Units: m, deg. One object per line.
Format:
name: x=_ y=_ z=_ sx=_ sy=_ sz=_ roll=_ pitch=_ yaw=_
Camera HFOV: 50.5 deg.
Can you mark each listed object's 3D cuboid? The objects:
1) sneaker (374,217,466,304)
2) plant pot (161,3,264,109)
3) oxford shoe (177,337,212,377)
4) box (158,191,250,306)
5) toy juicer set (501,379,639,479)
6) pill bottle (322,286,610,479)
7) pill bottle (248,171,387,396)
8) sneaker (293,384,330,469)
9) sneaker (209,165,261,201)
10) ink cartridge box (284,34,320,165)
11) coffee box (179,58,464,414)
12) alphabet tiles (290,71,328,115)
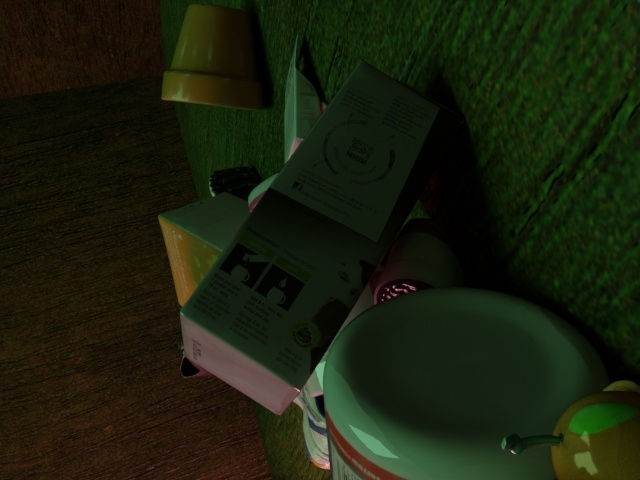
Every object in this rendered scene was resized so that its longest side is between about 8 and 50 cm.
sneaker: x=0.122 y=0.100 z=0.723 sx=0.123 sy=0.105 sz=0.290 roll=-70 pitch=-21 yaw=-44
plant pot: x=-0.211 y=-0.367 z=1.366 sx=0.205 sy=0.205 sz=0.188 roll=-147 pitch=61 yaw=-69
oxford shoe: x=-0.194 y=0.176 z=1.201 sx=0.097 sy=0.098 sz=0.271 roll=53 pitch=147 yaw=23
box: x=-0.153 y=0.061 z=1.328 sx=0.345 sy=0.168 sz=0.215 roll=23 pitch=128 yaw=50
toy juicer set: x=0.143 y=0.194 z=0.403 sx=0.089 sy=0.209 sz=0.329 roll=30 pitch=158 yaw=42
pill bottle: x=0.115 y=0.241 z=0.579 sx=0.210 sy=0.210 sz=0.363 roll=-126 pitch=27 yaw=-57
pill bottle: x=0.013 y=0.052 z=0.903 sx=0.160 sy=0.160 sz=0.283 roll=124 pitch=132 yaw=-70
sneaker: x=0.006 y=0.273 z=1.277 sx=0.296 sy=0.111 sz=0.131 roll=60 pitch=140 yaw=45
sneaker: x=-0.186 y=-0.046 z=1.633 sx=0.147 sy=0.129 sz=0.330 roll=99 pitch=154 yaw=-49
ink cartridge box: x=-0.030 y=-0.211 z=1.089 sx=0.145 sy=0.045 sz=0.180 roll=119 pitch=155 yaw=-69
coffee box: x=0.000 y=0.000 z=0.648 sx=0.118 sy=0.297 sz=0.168 roll=31 pitch=158 yaw=3
alphabet tiles: x=-0.006 y=-0.146 z=1.107 sx=0.237 sy=0.009 sz=0.198 roll=-123 pitch=26 yaw=-55
